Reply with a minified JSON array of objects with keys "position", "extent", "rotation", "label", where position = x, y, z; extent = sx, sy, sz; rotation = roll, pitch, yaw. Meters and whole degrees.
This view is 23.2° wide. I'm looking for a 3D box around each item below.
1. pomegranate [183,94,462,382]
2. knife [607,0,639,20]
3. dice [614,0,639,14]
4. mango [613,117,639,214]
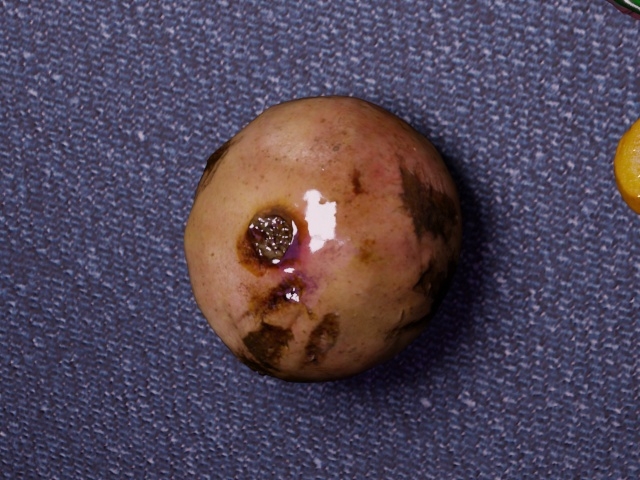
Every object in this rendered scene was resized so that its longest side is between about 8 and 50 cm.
[{"position":[0.000,0.000,1.723],"extent":[0.322,0.322,0.322],"rotation":[4,104,17],"label":"pomegranate"},{"position":[0.323,-0.255,1.680],"extent":[0.247,0.035,0.018],"rotation":[31,82,14],"label":"knife"},{"position":[0.373,-0.292,1.610],"extent":[0.131,0.120,0.128],"rotation":[28,111,13],"label":"dice"},{"position":[0.422,-0.093,1.654],"extent":[0.217,0.102,0.141],"rotation":[-27,70,19],"label":"mango"}]
